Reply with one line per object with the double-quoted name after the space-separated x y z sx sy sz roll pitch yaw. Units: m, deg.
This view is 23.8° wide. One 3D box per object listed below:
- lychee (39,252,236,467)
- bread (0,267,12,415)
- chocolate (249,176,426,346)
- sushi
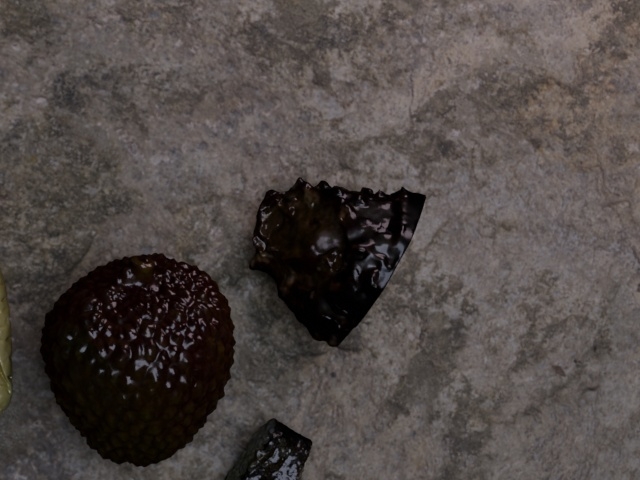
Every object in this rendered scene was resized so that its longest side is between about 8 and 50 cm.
-0.216 0.141 1.809 0.236 0.236 0.271 -8 111 -22 "lychee"
-0.437 0.100 1.783 0.140 0.106 0.236 -7 89 -23 "bread"
0.000 0.000 1.919 0.177 0.206 0.224 29 81 -6 "chocolate"
-0.074 0.303 1.920 0.078 0.090 0.150 35 76 -12 "sushi"
